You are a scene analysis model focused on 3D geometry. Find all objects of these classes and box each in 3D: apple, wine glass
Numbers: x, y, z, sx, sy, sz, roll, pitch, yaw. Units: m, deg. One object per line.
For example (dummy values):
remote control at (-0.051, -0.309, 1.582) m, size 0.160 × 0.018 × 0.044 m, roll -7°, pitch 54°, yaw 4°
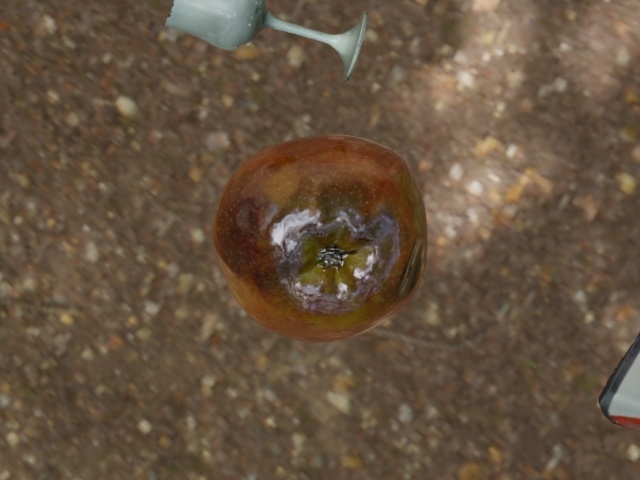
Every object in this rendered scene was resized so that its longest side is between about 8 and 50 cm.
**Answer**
apple at (0.000, 0.000, 1.638) m, size 0.230 × 0.230 × 0.230 m, roll -17°, pitch 121°, yaw -29°
wine glass at (-0.056, -0.221, 1.635) m, size 0.195 × 0.079 × 0.079 m, roll 16°, pitch 105°, yaw -7°

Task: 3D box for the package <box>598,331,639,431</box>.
package at (0.256, 0.069, 0.887) m, size 0.232 × 0.166 × 0.040 m, roll 100°, pitch 14°, yaw -60°
